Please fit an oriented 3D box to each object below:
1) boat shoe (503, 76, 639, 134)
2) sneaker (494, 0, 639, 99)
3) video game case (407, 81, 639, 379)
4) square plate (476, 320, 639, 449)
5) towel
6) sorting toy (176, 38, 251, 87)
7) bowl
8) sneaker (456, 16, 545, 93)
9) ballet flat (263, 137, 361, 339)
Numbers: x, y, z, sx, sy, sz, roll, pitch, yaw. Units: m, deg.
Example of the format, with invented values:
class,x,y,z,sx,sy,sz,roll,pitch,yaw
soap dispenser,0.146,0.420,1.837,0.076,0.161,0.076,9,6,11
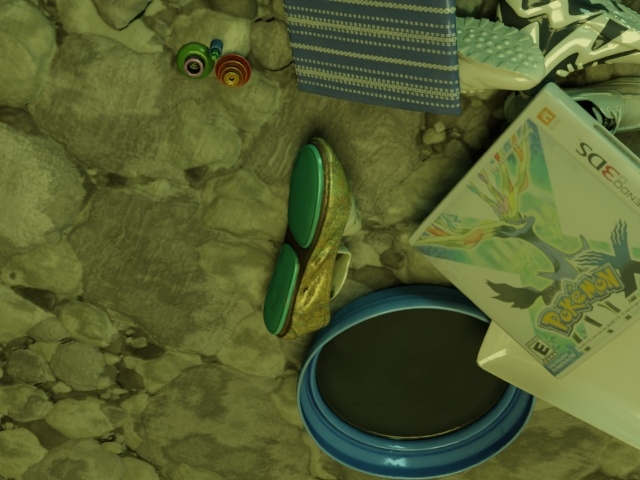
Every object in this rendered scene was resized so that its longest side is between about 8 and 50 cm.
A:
class,x,y,z,sx,sy,sz,roll,pitch,yaw
boat shoe,0.363,-0.166,1.260,0.227,0.081,0.079,-1,125,2
sneaker,0.319,-0.236,1.205,0.235,0.094,0.153,19,124,-12
video game case,0.314,0.001,1.255,0.300,0.036,0.329,43,133,5
square plate,0.423,0.121,1.315,0.347,0.049,0.344,27,128,19
towel,0.052,-0.316,1.120,0.243,0.040,0.336,15,132,29
sorting toy,-0.142,-0.230,1.243,0.102,0.042,0.061,8,125,-5
bowl,0.155,0.237,1.550,0.391,0.077,0.391,0,125,0
sneaker,0.171,-0.224,1.184,0.235,0.090,0.095,22,136,27
ballet flat,0.000,0.000,1.373,0.123,0.123,0.348,10,124,-7
